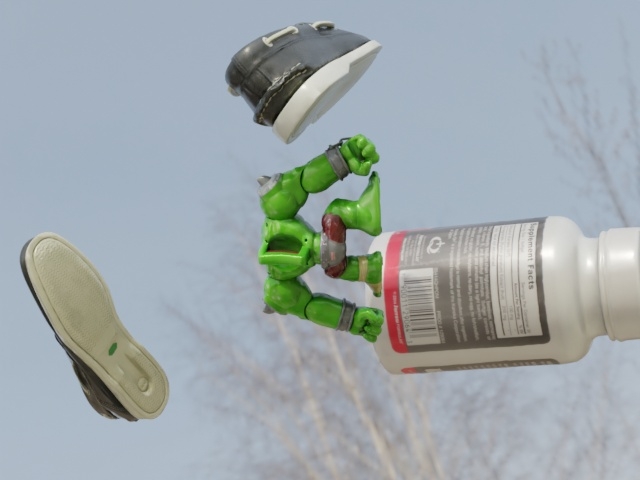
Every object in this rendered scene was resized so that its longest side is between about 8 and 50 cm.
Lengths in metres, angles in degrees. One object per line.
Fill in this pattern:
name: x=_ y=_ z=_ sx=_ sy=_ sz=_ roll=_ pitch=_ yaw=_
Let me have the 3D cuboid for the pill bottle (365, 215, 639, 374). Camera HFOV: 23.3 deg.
pill bottle: x=0.225 y=0.063 z=1.837 sx=0.318 sy=0.176 sz=0.176 roll=-5 pitch=-24 yaw=17

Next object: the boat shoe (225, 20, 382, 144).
boat shoe: x=-0.014 y=-0.174 z=1.537 sx=0.114 sy=0.091 sz=0.302 roll=-50 pitch=-1 yaw=13

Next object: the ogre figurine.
ogre figurine: x=0.000 y=0.000 z=1.474 sx=0.118 sy=0.097 sz=0.197 roll=-2 pitch=-52 yaw=-1

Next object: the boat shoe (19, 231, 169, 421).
boat shoe: x=-0.248 y=0.095 z=1.605 sx=0.079 sy=0.084 sz=0.233 roll=-7 pitch=-57 yaw=41
